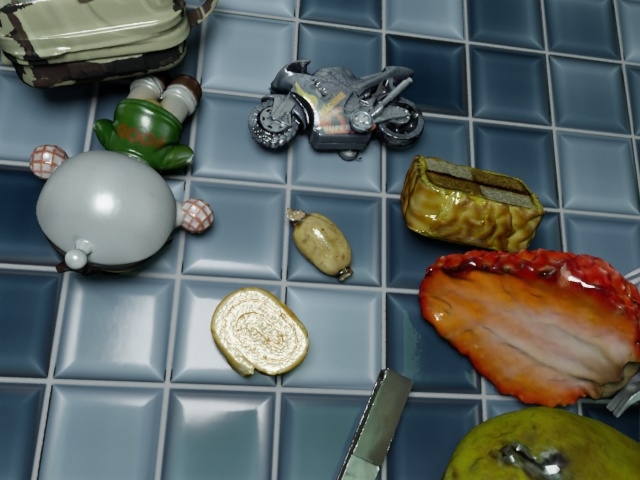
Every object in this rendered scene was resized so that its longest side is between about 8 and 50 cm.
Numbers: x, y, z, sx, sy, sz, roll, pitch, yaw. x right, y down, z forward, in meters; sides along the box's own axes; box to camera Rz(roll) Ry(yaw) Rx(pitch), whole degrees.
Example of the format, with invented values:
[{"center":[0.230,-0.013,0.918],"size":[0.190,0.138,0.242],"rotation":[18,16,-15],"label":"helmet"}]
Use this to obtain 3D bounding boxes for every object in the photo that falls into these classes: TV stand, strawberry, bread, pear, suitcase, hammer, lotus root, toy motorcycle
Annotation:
[{"center":[0.068,0.320,0.859],"size":[0.049,0.040,0.256],"rotation":[26,72,-3],"label":"TV stand"},{"center":[0.325,0.104,0.888],"size":[0.336,0.265,0.149],"rotation":[23,41,16],"label":"strawberry"},{"center":[0.244,-0.057,0.934],"size":[0.222,0.096,0.181],"rotation":[11,28,-7],"label":"bread"},{"center":[0.304,0.409,0.724],"size":[0.352,0.352,0.413],"rotation":[-32,100,-16],"label":"pear"},{"center":[-0.327,-0.393,0.894],"size":[0.339,0.194,0.351],"rotation":[-13,55,-12],"label":"suitcase"},{"center":[-0.094,0.145,0.870],"size":[0.149,0.073,0.122],"rotation":[44,77,7],"label":"bread"},{"center":[0.488,0.324,0.876],"size":[0.103,0.029,0.246],"rotation":[-8,108,-3],"label":"hammer"},{"center":[0.000,0.000,0.929],"size":[0.072,0.063,0.152],"rotation":[-44,89,-8],"label":"lotus root"},{"center":[0.027,-0.234,0.980],"size":[0.307,0.108,0.173],"rotation":[-3,69,-13],"label":"toy motorcycle"}]

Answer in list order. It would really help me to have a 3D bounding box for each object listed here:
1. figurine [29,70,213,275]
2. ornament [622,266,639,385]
[{"center":[-0.286,-0.104,0.862],"size":[0.281,0.167,0.370],"rotation":[21,63,-8],"label":"figurine"},{"center":[0.615,0.132,0.900],"size":[0.240,0.239,0.239],"rotation":[-25,78,-15],"label":"ornament"}]
